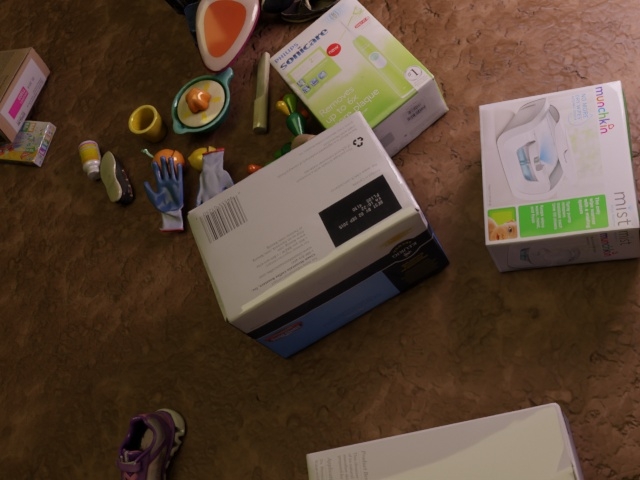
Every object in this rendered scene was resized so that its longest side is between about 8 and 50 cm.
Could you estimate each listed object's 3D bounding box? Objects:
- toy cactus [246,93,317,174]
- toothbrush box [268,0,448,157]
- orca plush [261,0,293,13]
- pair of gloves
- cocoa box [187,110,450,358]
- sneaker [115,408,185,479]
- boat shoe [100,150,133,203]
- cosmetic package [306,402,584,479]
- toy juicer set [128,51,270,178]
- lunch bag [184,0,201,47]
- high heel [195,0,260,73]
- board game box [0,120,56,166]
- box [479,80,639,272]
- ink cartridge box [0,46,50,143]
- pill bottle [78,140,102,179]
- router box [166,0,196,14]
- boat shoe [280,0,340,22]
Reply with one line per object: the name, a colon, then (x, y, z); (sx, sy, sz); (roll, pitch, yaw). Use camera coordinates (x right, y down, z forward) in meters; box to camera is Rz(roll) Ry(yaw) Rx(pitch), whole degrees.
toy cactus: (-0.054, -0.174, 1.522); (0.180, 0.112, 0.219); (-1, 77, 65)
toothbrush box: (0.069, -0.294, 1.543); (0.206, 0.122, 0.283); (-38, 58, 4)
orca plush: (-0.042, -0.591, 1.734); (0.102, 0.151, 0.287); (14, 51, 0)
pair of gloves: (-0.257, -0.097, 1.618); (0.198, 0.023, 0.159); (-8, 84, 15)
cocoa box: (0.000, 0.000, 1.379); (0.347, 0.228, 0.231); (-31, 59, 8)
sneaker: (-0.312, 0.401, 1.408); (0.095, 0.104, 0.236); (2, 70, 22)
boat shoe: (-0.432, -0.131, 1.728); (0.049, 0.042, 0.133); (-41, 57, 26)
cosmetic package: (0.189, 0.385, 1.178); (0.385, 0.156, 0.217); (-13, 64, 16)
toy juicer set: (-0.231, -0.249, 1.666); (0.329, 0.089, 0.209); (-27, 60, 9)
lunch bag: (-0.253, -0.467, 1.786); (0.067, 0.065, 0.098); (-16, 60, -1)
high heel: (-0.181, -0.512, 1.751); (0.127, 0.181, 0.377); (15, 79, -2)
board game box: (-0.693, -0.226, 1.885); (0.154, 0.026, 0.103); (7, 70, 25)
box: (0.387, -0.098, 1.324); (0.231, 0.127, 0.262); (-7, 65, 22)
ink cartridge box: (-0.769, -0.333, 1.904); (0.193, 0.088, 0.234); (1, 55, 22)
pill bottle: (-0.496, -0.173, 1.770); (0.043, 0.043, 0.083); (-27, 60, 10)
router box: (-0.321, -0.579, 1.829); (0.038, 0.122, 0.092); (17, 75, 34)
boat shoe: (-0.019, -0.493, 1.707); (0.152, 0.049, 0.056); (-2, 69, 23)
